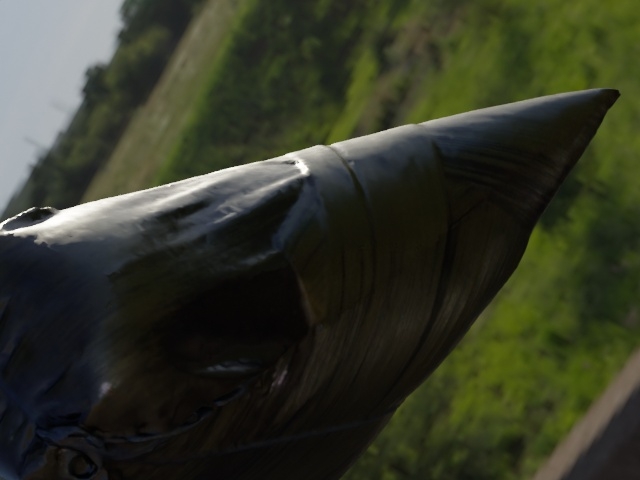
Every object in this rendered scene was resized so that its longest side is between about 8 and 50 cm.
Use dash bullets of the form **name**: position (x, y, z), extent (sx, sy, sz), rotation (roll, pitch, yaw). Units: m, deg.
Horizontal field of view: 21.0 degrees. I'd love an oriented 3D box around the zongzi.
- **zongzi**: position (0.000, 0.000, 0.753), extent (0.300, 0.138, 0.286), rotation (-40, -20, 5)
